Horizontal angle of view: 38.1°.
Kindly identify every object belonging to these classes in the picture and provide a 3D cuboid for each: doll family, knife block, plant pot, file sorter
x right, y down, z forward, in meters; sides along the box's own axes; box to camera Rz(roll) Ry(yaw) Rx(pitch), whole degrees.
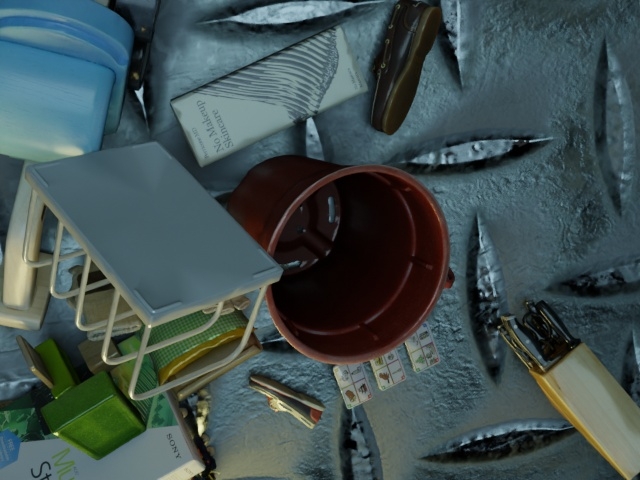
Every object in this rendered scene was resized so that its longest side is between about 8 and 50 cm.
[{"bbox_3d":[-0.205,0.342,1.443,0.076,0.111,0.193,-39,104,-1],"label":"doll family"},{"bbox_3d":[0.401,0.217,1.460,0.088,0.275,0.242,-40,133,0],"label":"knife block"},{"bbox_3d":[0.000,0.000,1.318,0.272,0.265,0.272,-7,108,-23],"label":"plant pot"},{"bbox_3d":[-0.223,0.035,1.164,0.193,0.278,0.173,-19,142,-41],"label":"file sorter"}]

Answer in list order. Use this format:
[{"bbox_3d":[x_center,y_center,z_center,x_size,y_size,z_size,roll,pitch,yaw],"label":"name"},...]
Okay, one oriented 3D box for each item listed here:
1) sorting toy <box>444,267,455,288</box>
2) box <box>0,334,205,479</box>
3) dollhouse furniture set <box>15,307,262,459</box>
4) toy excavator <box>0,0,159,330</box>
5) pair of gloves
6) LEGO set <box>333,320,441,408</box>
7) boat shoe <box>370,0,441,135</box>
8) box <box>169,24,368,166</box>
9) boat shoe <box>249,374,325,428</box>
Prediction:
[{"bbox_3d":[0.168,0.046,1.489,0.102,0.061,0.042,44,125,-6],"label":"sorting toy"},{"bbox_3d":[-0.360,0.311,1.373,0.322,0.058,0.232,-29,60,-5],"label":"box"},{"bbox_3d":[-0.258,0.138,1.323,0.301,0.151,0.197,-32,60,-8],"label":"dollhouse furniture set"},{"bbox_3d":[-0.379,-0.132,1.260,0.222,0.433,0.445,14,69,-11],"label":"toy excavator"},{"bbox_3d":[-0.240,0.068,1.333,0.240,0.204,0.042,-15,122,-22],"label":"pair of gloves"},{"bbox_3d":[0.073,0.123,1.497,0.182,0.060,0.244,-25,104,-17],"label":"LEGO set"},{"bbox_3d":[0.117,-0.266,1.418,0.073,0.073,0.207,22,93,26],"label":"boat shoe"},{"bbox_3d":[-0.078,-0.215,1.377,0.275,0.094,0.113,-27,103,-4],"label":"box"},{"bbox_3d":[-0.058,0.258,1.487,0.137,0.049,0.043,28,96,-17],"label":"boat shoe"}]
